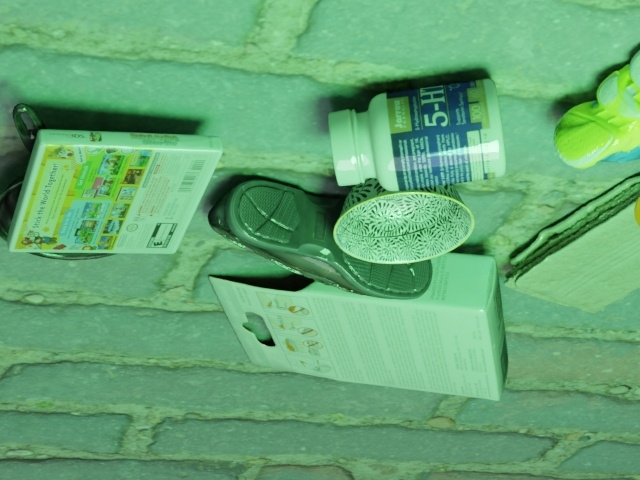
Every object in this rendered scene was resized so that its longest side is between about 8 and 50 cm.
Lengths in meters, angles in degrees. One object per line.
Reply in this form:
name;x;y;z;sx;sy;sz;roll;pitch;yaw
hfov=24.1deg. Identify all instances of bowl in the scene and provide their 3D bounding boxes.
bowl;0.097;-0.046;1.809;0.170;0.080;0.170;-4;151;-2

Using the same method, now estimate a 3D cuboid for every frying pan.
frying pan;-0.325;-0.064;1.748;0.197;0.053;0.326;-19;146;21

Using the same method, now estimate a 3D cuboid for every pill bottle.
pill bottle;0.107;-0.113;1.660;0.187;0.112;0.112;-8;150;5

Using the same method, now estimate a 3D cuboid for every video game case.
video game case;-0.240;-0.052;1.721;0.206;0.026;0.227;1;149;-21

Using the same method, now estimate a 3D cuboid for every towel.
towel;0.393;0.008;1.982;0.187;0.049;0.282;16;143;-35

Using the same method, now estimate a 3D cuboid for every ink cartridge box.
ink cartridge box;0.065;0.109;2.114;0.385;0.091;0.308;7;154;14

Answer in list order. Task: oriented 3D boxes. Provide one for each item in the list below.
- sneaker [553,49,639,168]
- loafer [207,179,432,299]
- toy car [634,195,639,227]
sneaker;0.378;-0.157;1.671;0.240;0.091;0.126;-29;161;36
loafer;0.000;0.000;1.880;0.303;0.109;0.095;21;161;-28
toy car;0.452;-0.081;1.640;0.238;0.210;0.219;-17;166;20
